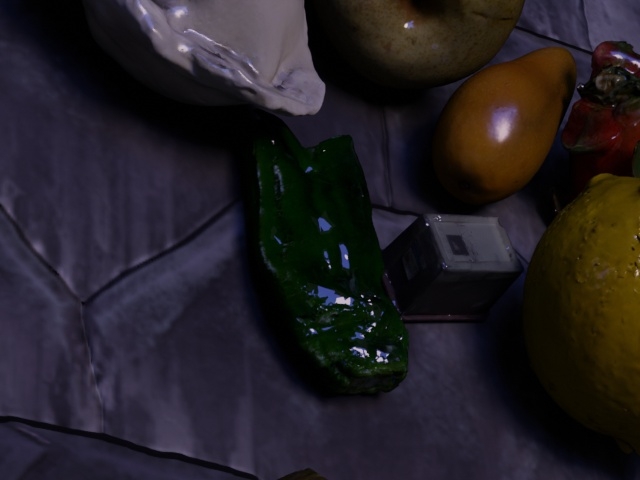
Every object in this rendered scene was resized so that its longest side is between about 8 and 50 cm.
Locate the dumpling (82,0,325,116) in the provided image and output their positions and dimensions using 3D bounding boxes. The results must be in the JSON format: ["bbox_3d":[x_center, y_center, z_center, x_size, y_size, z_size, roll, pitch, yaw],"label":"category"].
[{"bbox_3d":[-0.096,-0.171,1.014,0.250,0.132,0.162,49,40,10],"label":"dumpling"}]

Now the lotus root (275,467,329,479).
[{"bbox_3d":[-0.002,0.224,0.728,0.119,0.138,0.235,-24,64,-19],"label":"lotus root"}]

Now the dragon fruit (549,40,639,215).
[{"bbox_3d":[0.303,-0.035,1.128,0.269,0.198,0.200,49,7,33],"label":"dragon fruit"}]

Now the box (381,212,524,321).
[{"bbox_3d":[0.092,0.017,1.038,0.085,0.063,0.060,3,53,-34],"label":"box"}]

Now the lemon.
[{"bbox_3d":[0.225,0.053,1.017,0.173,0.173,0.206,-2,94,-36],"label":"lemon"}]

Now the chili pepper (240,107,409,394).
[{"bbox_3d":[0.001,-0.001,0.994,0.098,0.061,0.224,1,57,-26],"label":"chili pepper"}]

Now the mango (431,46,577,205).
[{"bbox_3d":[0.143,-0.093,1.137,0.085,0.102,0.184,25,39,14],"label":"mango"}]

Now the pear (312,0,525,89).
[{"bbox_3d":[0.076,-0.197,1.131,0.167,0.167,0.136,39,16,0],"label":"pear"}]
